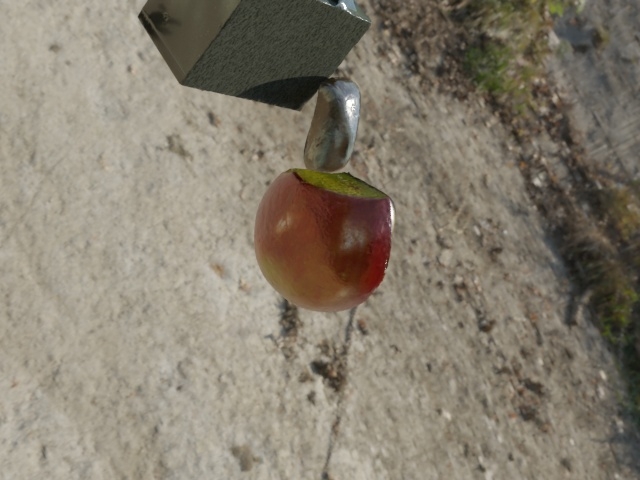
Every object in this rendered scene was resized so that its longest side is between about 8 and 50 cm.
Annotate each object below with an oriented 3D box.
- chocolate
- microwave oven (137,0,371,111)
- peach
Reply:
[{"bbox_3d":[0.047,-0.286,1.956,0.080,0.254,0.157,27,26,31],"label":"chocolate"},{"bbox_3d":[-0.140,-0.528,1.804,0.432,0.374,0.236,-1,50,-53],"label":"microwave oven"},{"bbox_3d":[0.000,0.000,1.697,0.242,0.380,0.306,-1,47,-30],"label":"peach"}]
